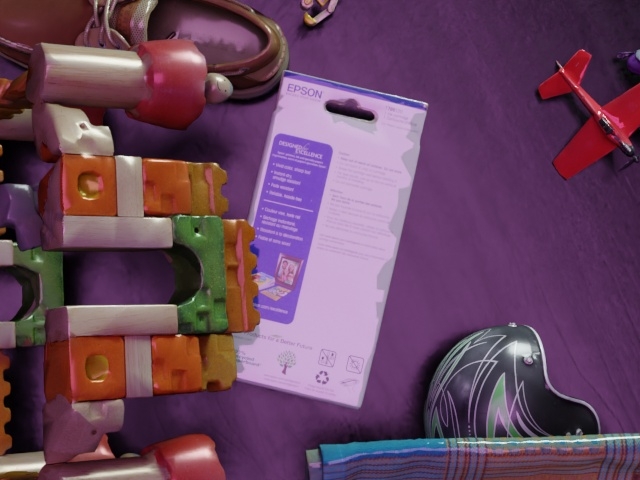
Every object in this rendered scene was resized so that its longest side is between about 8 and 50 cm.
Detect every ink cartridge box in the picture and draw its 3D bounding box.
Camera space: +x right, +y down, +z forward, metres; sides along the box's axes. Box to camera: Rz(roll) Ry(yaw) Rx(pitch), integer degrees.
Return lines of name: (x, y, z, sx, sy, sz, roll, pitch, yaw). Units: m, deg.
ink cartridge box: (0.000, 0.000, 1.457, 0.165, 0.065, 0.333, 14, 86, -1)

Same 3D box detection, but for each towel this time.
towel: (0.165, 0.291, 1.364, 0.370, 0.271, 0.040, -1, 41, -2)

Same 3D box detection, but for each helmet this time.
helmet: (0.185, 0.175, 1.399, 0.161, 0.169, 0.169, 40, 85, -15)

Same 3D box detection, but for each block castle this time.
block castle: (-0.213, 0.044, 1.324, 0.212, 0.303, 0.454, 1, 84, -35)

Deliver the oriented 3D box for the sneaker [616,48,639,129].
sneaker: (0.386, -0.108, 1.485, 0.098, 0.083, 0.224, -12, 83, 21)

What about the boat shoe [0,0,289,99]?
boat shoe: (-0.192, -0.227, 1.440, 0.323, 0.120, 0.123, 6, 85, -2)

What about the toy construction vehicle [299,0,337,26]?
toy construction vehicle: (0.015, -0.278, 1.470, 0.035, 0.086, 0.098, 35, 84, -5)

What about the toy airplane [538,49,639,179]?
toy airplane: (0.296, -0.142, 1.475, 0.151, 0.028, 0.151, -2, 86, 28)
